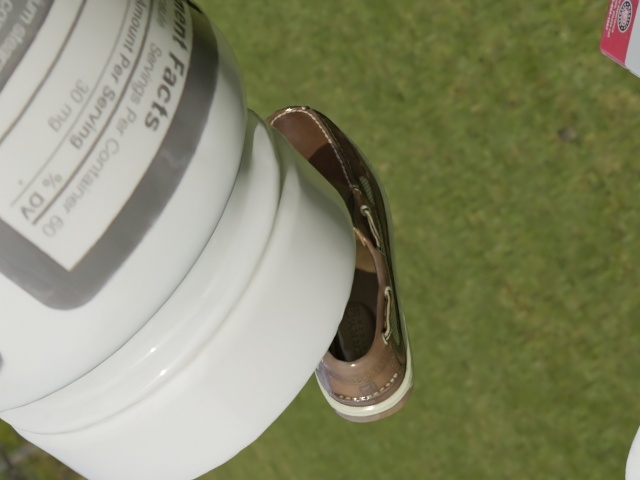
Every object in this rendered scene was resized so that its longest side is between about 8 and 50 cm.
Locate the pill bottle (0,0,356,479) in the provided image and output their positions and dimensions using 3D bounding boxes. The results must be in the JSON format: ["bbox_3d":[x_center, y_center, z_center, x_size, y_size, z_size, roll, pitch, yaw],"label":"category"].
[{"bbox_3d":[-0.159,-0.060,0.644,0.361,0.204,0.204,43,179,-35],"label":"pill bottle"}]

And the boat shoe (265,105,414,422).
[{"bbox_3d":[0.008,-0.003,1.186,0.095,0.095,0.257,62,-173,-60],"label":"boat shoe"}]

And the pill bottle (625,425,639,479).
[{"bbox_3d":[0.277,0.153,0.857,0.229,0.131,0.131,34,155,38],"label":"pill bottle"}]

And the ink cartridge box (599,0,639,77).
[{"bbox_3d":[0.242,-0.141,0.962,0.175,0.072,0.127,-126,44,-61],"label":"ink cartridge box"}]
